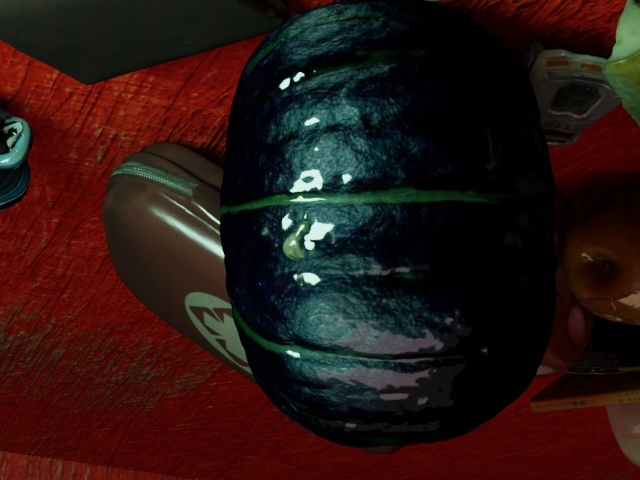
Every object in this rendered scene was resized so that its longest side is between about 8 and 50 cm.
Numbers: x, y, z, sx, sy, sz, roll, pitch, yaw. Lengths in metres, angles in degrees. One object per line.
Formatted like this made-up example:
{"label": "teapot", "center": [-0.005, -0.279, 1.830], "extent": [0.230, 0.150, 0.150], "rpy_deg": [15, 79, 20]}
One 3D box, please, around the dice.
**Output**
{"label": "dice", "center": [0.177, 0.047, 2.020], "extent": [0.174, 0.175, 0.179], "rpy_deg": [-5, 163, 29]}

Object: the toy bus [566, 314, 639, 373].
{"label": "toy bus", "center": [0.409, 0.073, 2.081], "extent": [0.331, 0.145, 0.151], "rpy_deg": [-5, 168, 38]}

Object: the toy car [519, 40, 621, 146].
{"label": "toy car", "center": [0.202, -0.119, 1.690], "extent": [0.095, 0.056, 0.205], "rpy_deg": [8, 161, -12]}

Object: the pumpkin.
{"label": "pumpkin", "center": [0.058, -0.012, 1.577], "extent": [0.266, 0.363, 0.363], "rpy_deg": [-6, 161, 5]}

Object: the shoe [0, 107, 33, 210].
{"label": "shoe", "center": [-0.329, -0.088, 1.876], "extent": [0.106, 0.091, 0.207], "rpy_deg": [5, 159, 18]}

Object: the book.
{"label": "book", "center": [0.467, 0.136, 2.240], "extent": [0.389, 0.032, 0.269], "rpy_deg": [-9, -171, 40]}

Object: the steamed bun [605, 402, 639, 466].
{"label": "steamed bun", "center": [0.455, 0.230, 2.507], "extent": [0.170, 0.152, 0.239], "rpy_deg": [-6, 169, 21]}

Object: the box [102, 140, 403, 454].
{"label": "box", "center": [-0.050, 0.061, 1.946], "extent": [0.404, 0.108, 0.263], "rpy_deg": [33, 155, 17]}

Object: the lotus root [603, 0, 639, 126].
{"label": "lotus root", "center": [0.338, -0.142, 1.445], "extent": [0.210, 0.142, 0.314], "rpy_deg": [-12, 157, 41]}

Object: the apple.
{"label": "apple", "center": [0.309, 0.015, 1.938], "extent": [0.146, 0.146, 0.146], "rpy_deg": [5, 162, 2]}

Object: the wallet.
{"label": "wallet", "center": [-0.159, -0.192, 1.587], "extent": [0.229, 0.049, 0.182], "rpy_deg": [-9, 157, 32]}
